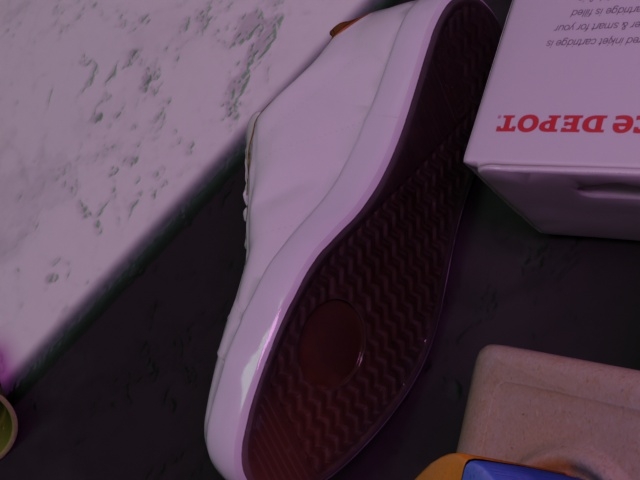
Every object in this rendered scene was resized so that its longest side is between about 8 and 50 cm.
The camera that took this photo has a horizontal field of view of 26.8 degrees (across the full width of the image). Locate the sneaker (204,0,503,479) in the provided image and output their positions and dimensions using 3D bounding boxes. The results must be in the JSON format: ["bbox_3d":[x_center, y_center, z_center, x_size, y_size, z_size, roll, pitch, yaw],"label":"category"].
[{"bbox_3d":[0.000,0.000,0.709,0.123,0.106,0.290,2,56,43],"label":"sneaker"}]

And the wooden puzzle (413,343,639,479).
[{"bbox_3d":[0.079,0.199,0.399,0.348,0.080,0.322,-178,101,-69],"label":"wooden puzzle"}]

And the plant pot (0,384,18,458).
[{"bbox_3d":[-0.237,0.093,0.856,0.083,0.083,0.079,-38,36,15],"label":"plant pot"}]

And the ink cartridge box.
[{"bbox_3d":[0.173,-0.103,0.632,0.148,0.086,0.203,5,69,39],"label":"ink cartridge box"}]
